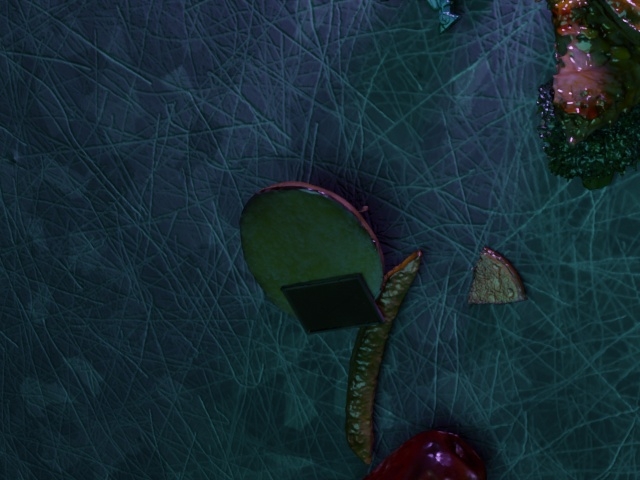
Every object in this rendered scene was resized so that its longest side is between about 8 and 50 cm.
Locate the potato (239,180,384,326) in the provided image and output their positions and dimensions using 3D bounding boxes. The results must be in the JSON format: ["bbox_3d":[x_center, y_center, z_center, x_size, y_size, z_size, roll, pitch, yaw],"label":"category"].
[{"bbox_3d":[0.000,0.000,1.946,0.239,0.116,0.299,0,132,25],"label":"potato"}]

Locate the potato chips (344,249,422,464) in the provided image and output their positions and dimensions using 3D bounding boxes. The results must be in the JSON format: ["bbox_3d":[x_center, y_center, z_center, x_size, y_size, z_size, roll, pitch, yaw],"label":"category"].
[{"bbox_3d":[0.094,0.191,2.015,0.080,0.057,0.407,14,110,4],"label":"potato chips"}]

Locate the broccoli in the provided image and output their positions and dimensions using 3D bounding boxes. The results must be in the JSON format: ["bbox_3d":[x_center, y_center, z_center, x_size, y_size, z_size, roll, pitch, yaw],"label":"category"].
[{"bbox_3d":[0.397,-0.146,1.739,0.194,0.194,0.220,-56,51,26],"label":"broccoli"}]

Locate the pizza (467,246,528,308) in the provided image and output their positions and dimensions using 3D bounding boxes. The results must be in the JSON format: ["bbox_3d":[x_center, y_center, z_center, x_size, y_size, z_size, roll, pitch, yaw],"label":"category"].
[{"bbox_3d":[0.280,0.057,1.917,0.100,0.029,0.099,-10,93,22],"label":"pizza"}]

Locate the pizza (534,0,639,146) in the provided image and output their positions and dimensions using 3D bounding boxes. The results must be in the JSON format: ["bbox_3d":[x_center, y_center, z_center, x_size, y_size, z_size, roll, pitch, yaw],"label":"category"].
[{"bbox_3d":[0.388,-0.286,1.669,0.251,0.287,0.074,46,160,24],"label":"pizza"}]

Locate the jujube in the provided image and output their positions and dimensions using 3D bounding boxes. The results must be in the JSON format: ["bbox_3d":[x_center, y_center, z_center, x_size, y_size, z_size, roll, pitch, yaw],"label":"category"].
[{"bbox_3d":[0.138,0.464,1.989,0.223,0.223,0.318,41,106,7],"label":"jujube"}]

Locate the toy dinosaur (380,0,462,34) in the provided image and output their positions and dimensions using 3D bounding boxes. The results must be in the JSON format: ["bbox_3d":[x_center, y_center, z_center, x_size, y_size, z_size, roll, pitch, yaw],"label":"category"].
[{"bbox_3d":[0.205,-0.419,1.777,0.259,0.094,0.153,-33,95,19],"label":"toy dinosaur"}]

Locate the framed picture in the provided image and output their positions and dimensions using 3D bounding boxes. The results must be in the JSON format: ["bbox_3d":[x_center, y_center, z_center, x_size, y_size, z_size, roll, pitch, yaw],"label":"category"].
[{"bbox_3d":[0.020,0.107,1.956,0.149,0.011,0.109,-10,127,27],"label":"framed picture"}]

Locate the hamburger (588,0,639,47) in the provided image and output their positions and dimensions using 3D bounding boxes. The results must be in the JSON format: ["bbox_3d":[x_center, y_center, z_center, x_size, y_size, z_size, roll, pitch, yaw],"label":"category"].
[{"bbox_3d":[0.496,-0.367,1.590,0.285,0.134,0.265,-40,77,-4],"label":"hamburger"}]
